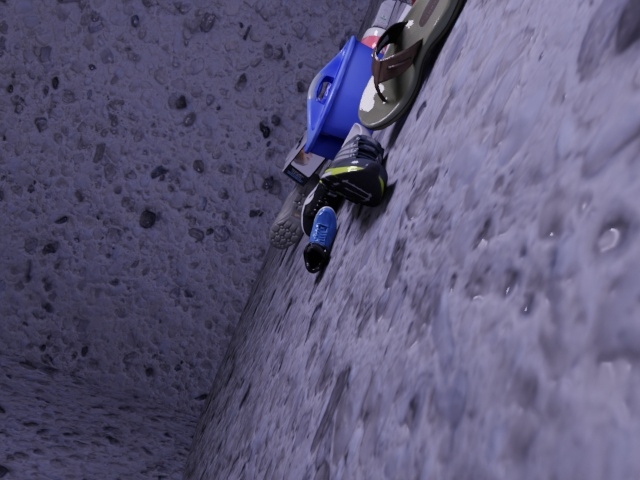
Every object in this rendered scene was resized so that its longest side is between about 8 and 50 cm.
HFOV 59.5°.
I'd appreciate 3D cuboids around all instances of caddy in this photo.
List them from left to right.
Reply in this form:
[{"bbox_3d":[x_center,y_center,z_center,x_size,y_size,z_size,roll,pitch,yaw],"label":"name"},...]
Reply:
[{"bbox_3d":[0.055,-0.362,1.445,0.241,0.179,0.342,129,162,-61],"label":"caddy"}]

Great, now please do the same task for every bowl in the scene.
[{"bbox_3d":[0.075,-0.181,1.240,0.142,0.053,0.142,-63,11,18],"label":"bowl"}]

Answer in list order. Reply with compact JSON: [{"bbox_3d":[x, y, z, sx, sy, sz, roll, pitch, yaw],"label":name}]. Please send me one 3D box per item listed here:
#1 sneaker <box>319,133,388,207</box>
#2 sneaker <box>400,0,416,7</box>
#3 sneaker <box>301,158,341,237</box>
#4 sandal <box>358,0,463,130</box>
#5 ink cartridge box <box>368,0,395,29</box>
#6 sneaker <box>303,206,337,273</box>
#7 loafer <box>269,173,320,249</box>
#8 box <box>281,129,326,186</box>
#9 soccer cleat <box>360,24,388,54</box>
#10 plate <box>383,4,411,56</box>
[{"bbox_3d":[0.066,-0.139,1.028,0.121,0.111,0.300,-63,10,3],"label":"sneaker"},{"bbox_3d":[0.172,-0.528,1.100,0.225,0.092,0.088,-77,12,-54],"label":"sneaker"},{"bbox_3d":[0.012,-0.101,1.369,0.121,0.079,0.217,-111,44,-78],"label":"sneaker"},{"bbox_3d":[0.140,-0.343,1.002,0.120,0.086,0.303,54,126,42],"label":"sandal"},{"bbox_3d":[0.223,-0.829,2.072,0.181,0.056,0.225,131,158,-67],"label":"ink cartridge box"},{"bbox_3d":[0.001,0.000,1.230,0.084,0.058,0.152,-98,27,-86],"label":"sneaker"},{"bbox_3d":[-0.081,-0.095,1.921,0.319,0.112,0.112,-52,11,36],"label":"loafer"},{"bbox_3d":[0.005,-0.323,1.754,0.290,0.087,0.169,-47,16,24],"label":"box"},{"bbox_3d":[0.133,-0.525,1.662,0.318,0.108,0.117,-179,108,-79],"label":"soccer cleat"},{"bbox_3d":[0.199,-0.451,1.205,0.277,0.045,0.278,131,160,-63],"label":"plate"}]
